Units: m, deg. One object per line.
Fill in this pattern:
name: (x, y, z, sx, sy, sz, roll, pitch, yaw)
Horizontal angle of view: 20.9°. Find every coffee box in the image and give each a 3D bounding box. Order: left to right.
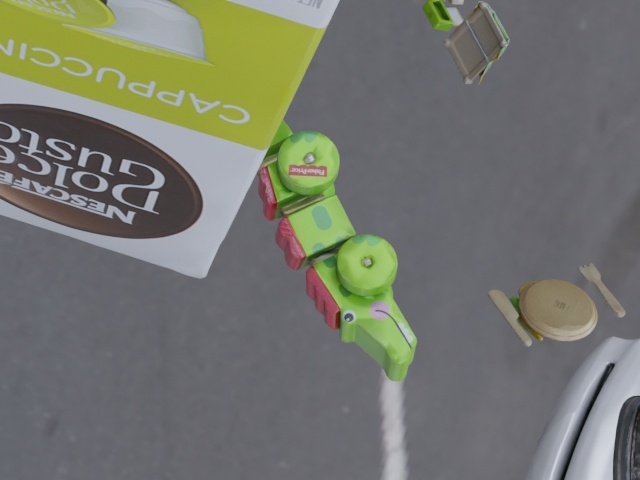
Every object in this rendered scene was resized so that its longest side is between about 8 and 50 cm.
coffee box: (-0.143, -0.230, 0.863, 0.334, 0.338, 0.338, 122, -15, -63)

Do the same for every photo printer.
photo printer: (0.266, 0.248, 1.421, 0.307, 0.107, 0.256, 54, 51, -37)

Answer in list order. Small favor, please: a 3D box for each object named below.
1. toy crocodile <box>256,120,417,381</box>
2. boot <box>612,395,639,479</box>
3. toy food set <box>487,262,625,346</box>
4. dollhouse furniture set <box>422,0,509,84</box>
toy crocodile: (0.000, 0.000, 1.846, 0.105, 0.340, 0.115, -26, 165, -12)
boot: (0.329, 0.155, 1.095, 0.263, 0.229, 0.091, 24, 68, -47)
toy food set: (0.361, 0.108, 2.663, 0.192, 0.132, 0.038, -14, 141, -22)
dollhouse furniture set: (0.161, -0.240, 1.824, 0.059, 0.151, 0.076, -7, 153, -40)
